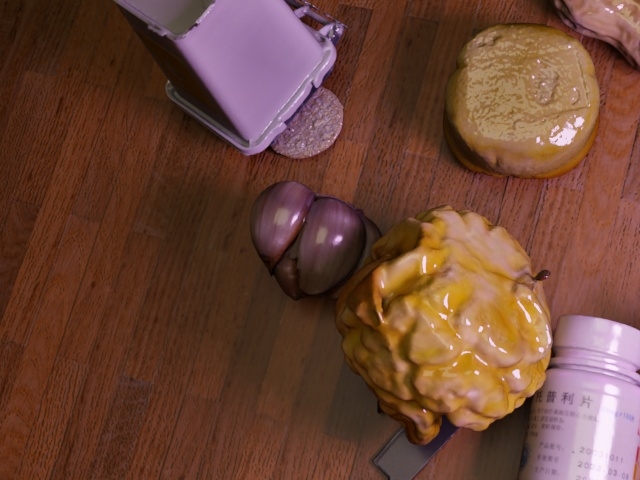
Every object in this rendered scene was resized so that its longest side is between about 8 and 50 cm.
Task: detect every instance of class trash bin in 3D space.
[{"bbox_3d":[-0.149,-0.356,1.758,0.255,0.368,0.296,38,85,27],"label":"trash bin"}]

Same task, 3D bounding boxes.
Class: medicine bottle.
[{"bbox_3d":[0.399,0.269,1.597,0.170,0.170,0.293,11,75,14],"label":"medicine bottle"}]

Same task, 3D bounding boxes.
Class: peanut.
[{"bbox_3d":[0.501,-0.381,1.768,0.313,0.149,0.149,39,86,12],"label":"peanut"}]

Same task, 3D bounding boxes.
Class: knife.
[{"bbox_3d":[0.125,0.361,1.713,0.072,0.019,0.245,41,84,22],"label":"knife"}]

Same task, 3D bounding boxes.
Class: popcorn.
[{"bbox_3d":[0.175,0.138,1.622,0.349,0.349,0.382,57,134,18],"label":"popcorn"}]

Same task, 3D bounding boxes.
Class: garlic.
[{"bbox_3d":[0.000,0.000,1.722,0.160,0.214,0.191,-1,68,35],"label":"garlic"}]

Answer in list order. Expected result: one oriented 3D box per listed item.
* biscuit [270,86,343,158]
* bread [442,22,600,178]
[{"bbox_3d":[-0.033,-0.212,1.888,0.152,0.020,0.152,-4,73,13],"label":"biscuit"},{"bbox_3d":[0.330,-0.227,1.756,0.269,0.148,0.270,-2,79,9],"label":"bread"}]
